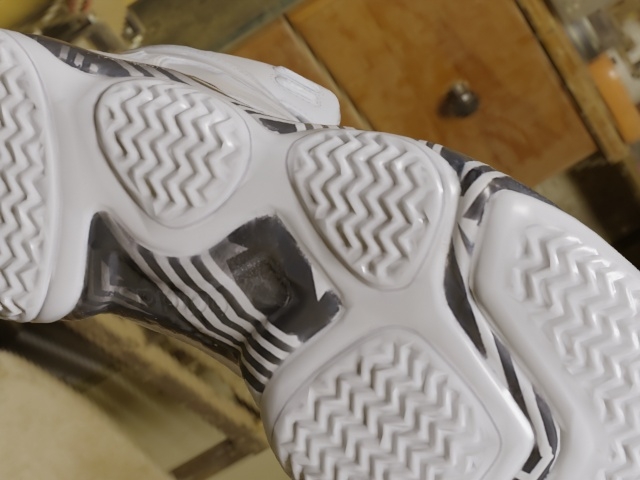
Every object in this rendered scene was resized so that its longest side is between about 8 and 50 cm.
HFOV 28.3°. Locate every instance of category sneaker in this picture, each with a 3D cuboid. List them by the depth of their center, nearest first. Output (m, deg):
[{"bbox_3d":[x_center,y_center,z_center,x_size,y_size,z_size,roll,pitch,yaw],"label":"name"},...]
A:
[{"bbox_3d":[0.000,0.000,0.549,0.365,0.137,0.210,22,14,14],"label":"sneaker"}]
